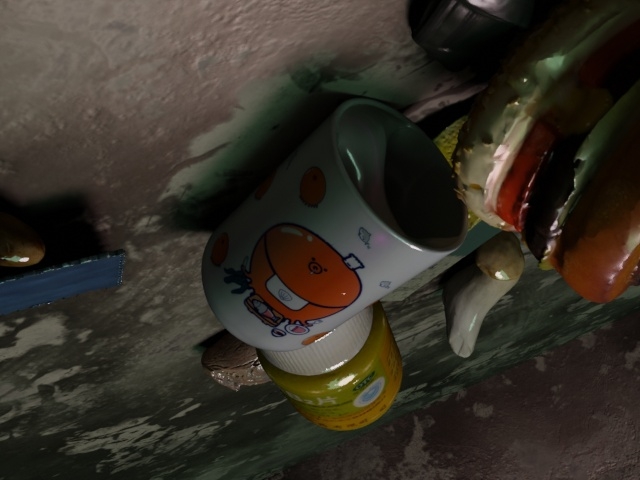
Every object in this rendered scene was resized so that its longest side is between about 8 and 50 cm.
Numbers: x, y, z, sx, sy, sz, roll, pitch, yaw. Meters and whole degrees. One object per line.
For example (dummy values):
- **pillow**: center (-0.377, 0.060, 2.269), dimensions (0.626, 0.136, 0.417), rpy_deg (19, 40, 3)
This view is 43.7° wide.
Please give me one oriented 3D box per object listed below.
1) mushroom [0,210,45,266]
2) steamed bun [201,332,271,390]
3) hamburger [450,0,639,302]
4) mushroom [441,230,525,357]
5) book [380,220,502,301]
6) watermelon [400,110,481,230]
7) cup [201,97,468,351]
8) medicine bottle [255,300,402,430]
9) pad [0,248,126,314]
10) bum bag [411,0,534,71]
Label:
- **mushroom**: center (-0.359, 0.005, 0.860), dimensions (0.129, 0.073, 0.088), rpy_deg (-18, 177, 33)
- **steamed bun**: center (-0.131, 0.225, 1.533), dimensions (0.175, 0.106, 0.145), rpy_deg (-23, 158, 7)
- **hamburger**: center (0.317, -0.109, 0.886), dimensions (0.330, 0.250, 0.330), rpy_deg (-40, 156, -22)
- **mushroom**: center (0.334, 0.106, 1.641), dimensions (0.122, 0.159, 0.329), rpy_deg (-13, 152, -17)
- **book**: center (0.186, 0.017, 1.454), dimensions (0.264, 0.031, 0.379), rpy_deg (1, 148, -44)
- **watermelon**: center (0.211, -0.099, 1.075), dimensions (0.301, 0.129, 0.123), rpy_deg (-38, 161, 0)
- **cup**: center (0.000, 0.000, 1.006), dimensions (0.212, 0.212, 0.317), rpy_deg (1, 150, -44)
- **medicine bottle**: center (0.006, 0.162, 1.328), dimensions (0.224, 0.224, 0.384), rpy_deg (-23, 148, 0)
- **pad**: center (-0.372, 0.068, 0.976), dimensions (0.269, 0.012, 0.269), rpy_deg (-15, 173, -19)
- **bum bag**: center (0.187, -0.266, 0.744), dimensions (0.142, 0.080, 0.326), rpy_deg (-10, 157, -21)
